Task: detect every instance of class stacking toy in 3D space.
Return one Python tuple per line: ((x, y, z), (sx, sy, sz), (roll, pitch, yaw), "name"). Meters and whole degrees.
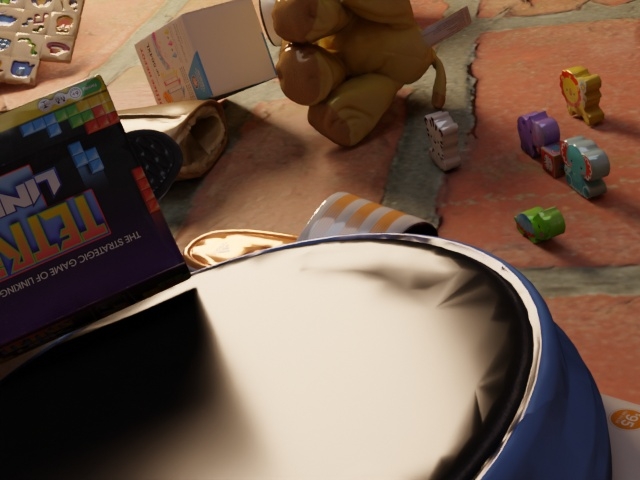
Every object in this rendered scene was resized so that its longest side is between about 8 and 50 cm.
((0.208, -0.080, 0.857), (0.167, 0.052, 0.221), (-19, 32, -12), "stacking toy")

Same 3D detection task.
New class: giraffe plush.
((0.024, -0.209, 1.043), (0.210, 0.181, 0.170), (-16, 22, -25), "giraffe plush")

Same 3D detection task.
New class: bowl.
((-0.051, 0.113, 0.524), (0.391, 0.077, 0.391), (-17, 22, 7), "bowl")

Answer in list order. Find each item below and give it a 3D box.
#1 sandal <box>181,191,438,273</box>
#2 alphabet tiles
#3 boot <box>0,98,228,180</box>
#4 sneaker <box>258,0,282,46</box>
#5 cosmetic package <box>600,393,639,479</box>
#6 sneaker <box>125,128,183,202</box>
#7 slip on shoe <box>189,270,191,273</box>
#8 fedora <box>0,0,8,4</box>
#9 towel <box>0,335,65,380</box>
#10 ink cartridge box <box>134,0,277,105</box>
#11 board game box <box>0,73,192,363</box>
((-0.006, 0.006, 0.761), (0.265, 0.076, 0.102), (7, 35, 28), "sandal")
((-0.447, -0.302, 1.358), (0.237, 0.009, 0.198), (6, 65, 0), "alphabet tiles")
((-0.257, -0.079, 0.982), (0.269, 0.089, 0.236), (1, 33, 19), "boot")
((0.039, -0.363, 1.314), (0.178, 0.124, 0.295), (-6, 38, 19), "sneaker")
((0.093, 0.165, 0.476), (0.099, 0.060, 0.239), (15, 40, 36), "cosmetic package")
((-0.195, -0.011, 0.830), (0.069, 0.082, 0.209), (37, 59, -3), "sneaker")
((-0.137, 0.026, 0.813), (0.051, 0.041, 0.135), (-54, 26, -16), "slip on shoe")
((-0.504, -0.370, 1.495), (0.243, 0.124, 0.275), (-24, 52, -13), "fedora")
((-0.311, 0.069, 0.660), (0.282, 0.187, 0.049), (-24, -2, -18), "towel")
((-0.131, -0.196, 1.091), (0.090, 0.092, 0.143), (-24, 8, -33), "ink cartridge box")
((-0.188, -0.007, 0.632), (0.170, 0.141, 0.048), (-25, -13, -9), "board game box")
